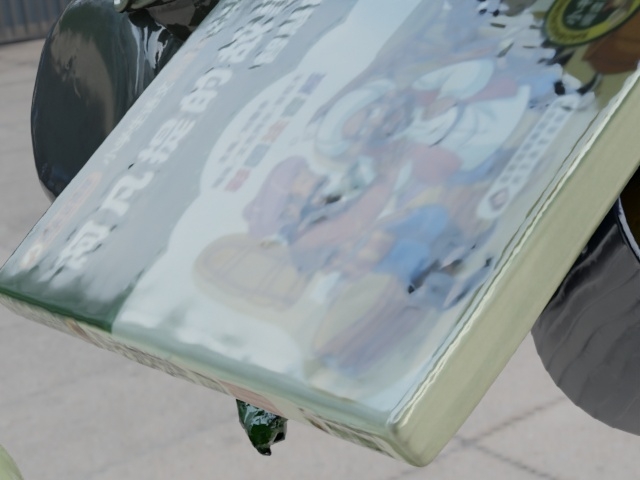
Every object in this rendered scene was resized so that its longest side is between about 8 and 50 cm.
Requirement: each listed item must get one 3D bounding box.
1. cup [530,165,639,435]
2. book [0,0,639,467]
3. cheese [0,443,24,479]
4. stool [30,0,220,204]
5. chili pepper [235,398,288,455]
[{"bbox_3d":[0.132,0.000,0.536,0.150,0.138,0.113,32,68,6],"label":"cup"},{"bbox_3d":[0.002,-0.033,0.517,0.264,0.027,0.202,12,61,52],"label":"book"},{"bbox_3d":[-0.175,0.151,0.412,0.124,0.242,0.265,17,18,-41],"label":"cheese"},{"bbox_3d":[-0.088,-0.092,0.899,0.139,0.153,0.228,4,-27,-37],"label":"stool"},{"bbox_3d":[0.000,0.000,0.684,0.065,0.122,0.279,-20,-20,-30],"label":"chili pepper"}]
